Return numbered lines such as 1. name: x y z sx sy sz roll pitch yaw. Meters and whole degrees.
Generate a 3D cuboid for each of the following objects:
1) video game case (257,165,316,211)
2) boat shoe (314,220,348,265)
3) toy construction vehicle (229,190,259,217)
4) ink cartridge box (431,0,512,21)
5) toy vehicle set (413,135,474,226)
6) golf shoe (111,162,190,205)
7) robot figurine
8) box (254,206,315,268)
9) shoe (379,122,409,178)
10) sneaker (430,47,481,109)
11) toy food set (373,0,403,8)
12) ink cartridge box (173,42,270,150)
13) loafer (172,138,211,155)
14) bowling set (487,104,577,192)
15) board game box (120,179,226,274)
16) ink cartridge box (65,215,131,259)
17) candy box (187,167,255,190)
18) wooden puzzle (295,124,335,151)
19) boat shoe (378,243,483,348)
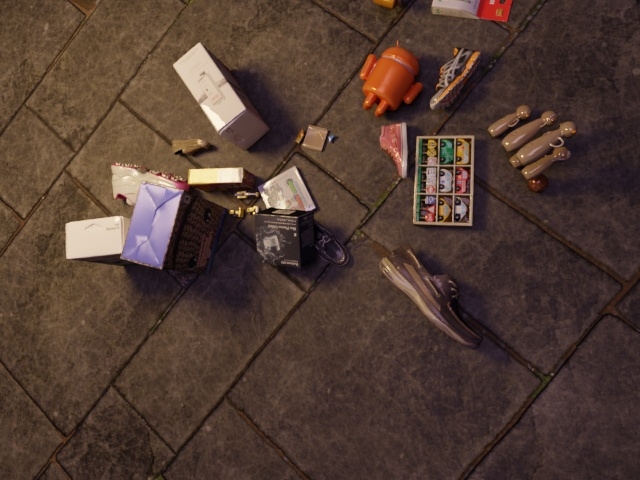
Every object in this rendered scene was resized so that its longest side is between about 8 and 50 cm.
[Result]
1. video game case: -0.107 -0.136 1.601 0.143 0.019 0.157 -28 77 10
2. boat shoe: 0.000 0.000 1.532 0.075 0.065 0.206 -46 75 5
3. toy construction vehicle: -0.246 -0.117 1.626 0.098 0.035 0.085 3 84 15
4. ink cartridge box: 0.467 -0.764 1.514 0.225 0.056 0.180 14 87 18
5. toy vehicle set: 0.361 -0.173 1.474 0.166 0.035 0.266 1 83 15
6. golf shoe: -0.573 -0.173 1.691 0.306 0.115 0.140 14 97 23
7. robot figurine: 0.212 -0.479 1.506 0.158 0.128 0.219 32 93 37
8. box: -0.105 -0.010 1.506 0.156 0.093 0.158 6 108 28
9. shoe: 0.222 -0.266 1.511 0.081 0.063 0.177 -3 77 16
10. sneaker: 0.384 -0.477 1.488 0.083 0.084 0.215 35 84 19
11. toy food set: 0.230 -0.819 1.550 0.105 0.111 0.232 25 92 16
12. ink cartridge box: -0.306 -0.447 1.594 0.117 0.207 0.283 -37 76 9
13. loafer: -0.434 -0.310 1.692 0.148 0.056 0.050 2 84 25
14. bowling set: 0.599 -0.247 1.373 0.154 0.287 0.200 -34 119 16
15. board game box: -0.434 -0.028 1.531 0.141 0.291 0.232 14 87 15
16. ink cartridge box: -0.624 0.008 1.585 0.199 0.273 0.114 -7 82 14
17. candy box: -0.315 -0.195 1.616 0.187 0.109 0.053 1 84 14
18. wooden puzzle: -0.017 -0.326 1.605 0.116 0.014 0.078 24 94 16
19. boat shoe: 0.321 0.146 1.397 0.355 0.132 0.130 45 95 14
